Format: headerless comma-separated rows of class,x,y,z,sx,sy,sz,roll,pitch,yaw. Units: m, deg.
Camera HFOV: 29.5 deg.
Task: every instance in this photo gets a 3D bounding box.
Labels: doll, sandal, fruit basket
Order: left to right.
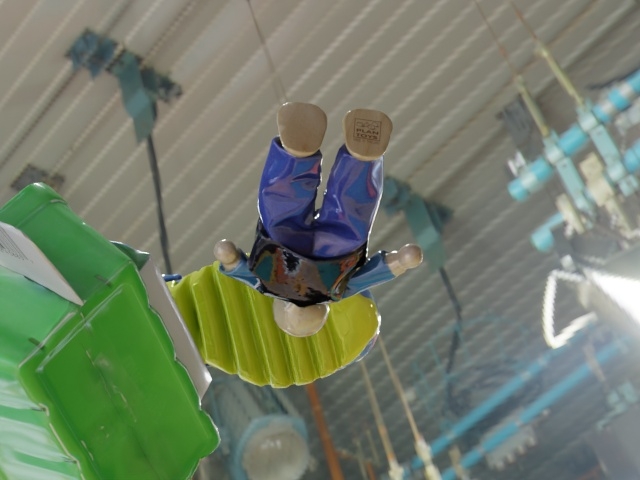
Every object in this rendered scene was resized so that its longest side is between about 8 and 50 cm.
fruit basket,-0.245,0.063,0.907,0.165,0.353,0.327,-42,-48,-26
sandal,-0.090,0.074,1.153,0.317,0.126,0.138,-2,1,22
doll,0.000,0.000,0.745,0.129,0.046,0.189,4,-40,-8
